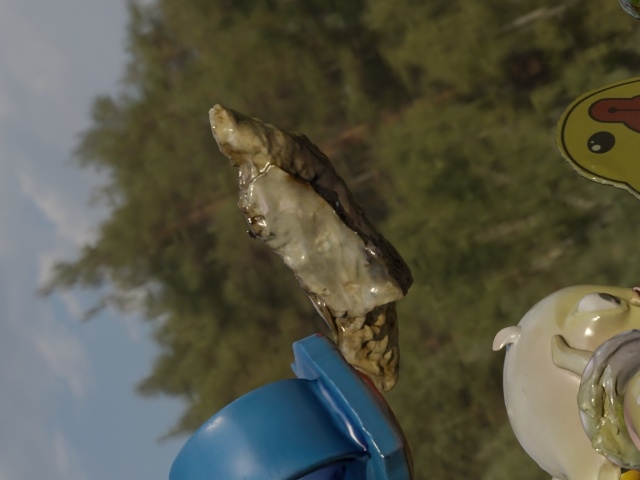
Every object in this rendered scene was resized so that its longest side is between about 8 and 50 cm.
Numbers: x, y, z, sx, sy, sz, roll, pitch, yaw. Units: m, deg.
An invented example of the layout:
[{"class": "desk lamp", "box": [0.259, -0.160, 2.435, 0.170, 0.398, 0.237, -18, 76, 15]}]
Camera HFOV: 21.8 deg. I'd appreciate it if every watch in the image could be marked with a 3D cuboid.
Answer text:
[{"class": "watch", "box": [-0.043, 0.295, 2.066, 0.241, 0.275, 0.305, 52, 159, 30]}]

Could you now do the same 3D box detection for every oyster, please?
[{"class": "oyster", "box": [0.003, -0.002, 1.699, 0.341, 0.110, 0.166, 56, -175, -1]}]

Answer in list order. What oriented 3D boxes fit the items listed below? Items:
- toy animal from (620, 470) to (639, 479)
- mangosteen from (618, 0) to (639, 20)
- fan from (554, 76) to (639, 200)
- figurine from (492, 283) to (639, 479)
[{"class": "toy animal", "box": [0.447, 0.238, 2.188, 0.248, 0.165, 0.149, -84, -19, -73]}, {"class": "mangosteen", "box": [0.392, -0.260, 1.502, 0.243, 0.243, 0.243, -24, -90, -85]}, {"class": "fan", "box": [0.387, -0.150, 1.878, 0.335, 0.230, 0.011, -68, -27, -46]}, {"class": "figurine", "box": [0.301, 0.176, 1.566, 0.227, 0.274, 0.394, 21, 173, -14]}]
